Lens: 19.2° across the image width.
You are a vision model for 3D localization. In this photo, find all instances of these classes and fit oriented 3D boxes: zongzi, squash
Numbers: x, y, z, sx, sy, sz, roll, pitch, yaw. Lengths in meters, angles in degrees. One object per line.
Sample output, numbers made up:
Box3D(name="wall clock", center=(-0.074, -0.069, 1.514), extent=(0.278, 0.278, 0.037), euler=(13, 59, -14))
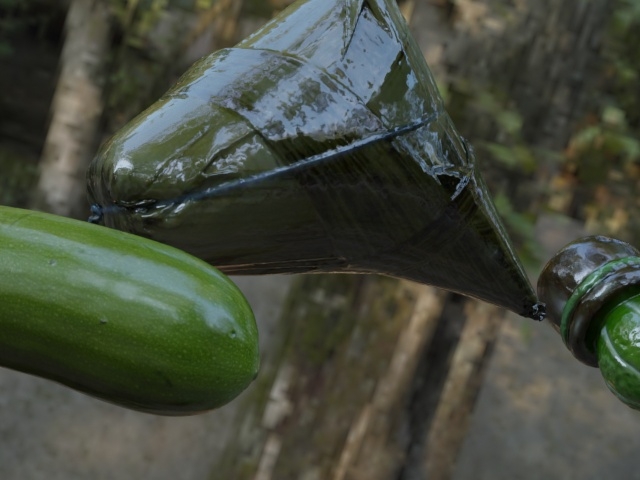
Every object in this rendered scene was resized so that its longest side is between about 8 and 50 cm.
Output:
Box3D(name="zongzi", center=(0.000, 0.000, 1.049), extent=(0.112, 0.221, 0.242), euler=(-7, -64, 57))
Box3D(name="squash", center=(-0.119, 0.019, 0.727), extent=(0.201, 0.066, 0.066), euler=(16, 3, -3))

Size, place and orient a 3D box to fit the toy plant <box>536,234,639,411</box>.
Box3D(name="toy plant", center=(0.234, 0.068, 1.394), extent=(0.093, 0.093, 0.162), euler=(15, 26, -44))
